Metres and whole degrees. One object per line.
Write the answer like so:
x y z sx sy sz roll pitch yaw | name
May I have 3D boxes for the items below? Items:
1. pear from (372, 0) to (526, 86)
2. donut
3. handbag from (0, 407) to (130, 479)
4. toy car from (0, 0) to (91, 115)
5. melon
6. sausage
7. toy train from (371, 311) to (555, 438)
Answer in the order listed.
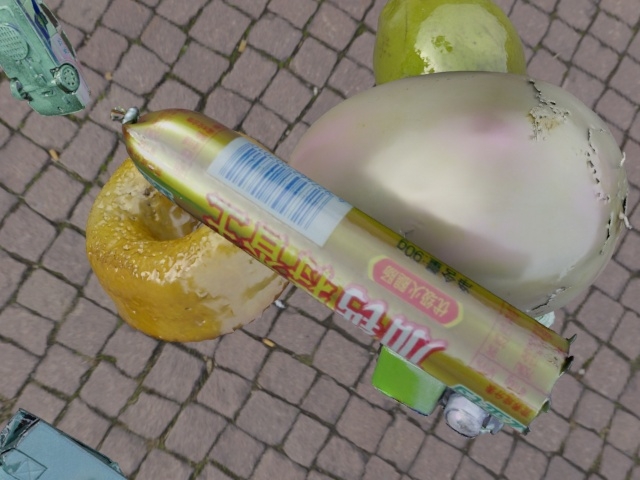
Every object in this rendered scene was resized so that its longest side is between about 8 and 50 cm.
0.178 -0.237 0.962 0.212 0.212 0.269 -19 70 -12 | pear
-0.147 -0.022 0.791 0.277 0.108 0.278 -14 49 17 | donut
-0.447 0.421 1.066 0.269 0.100 0.274 -54 132 -17 | handbag
-0.378 -0.264 0.888 0.090 0.224 0.076 -4 43 24 | toy car
0.111 -0.038 0.622 0.223 0.316 0.223 -7 98 -53 | melon
0.000 0.000 0.488 0.371 0.082 0.082 32 78 8 | sausage
0.245 0.170 1.190 0.248 0.174 0.307 27 55 14 | toy train
